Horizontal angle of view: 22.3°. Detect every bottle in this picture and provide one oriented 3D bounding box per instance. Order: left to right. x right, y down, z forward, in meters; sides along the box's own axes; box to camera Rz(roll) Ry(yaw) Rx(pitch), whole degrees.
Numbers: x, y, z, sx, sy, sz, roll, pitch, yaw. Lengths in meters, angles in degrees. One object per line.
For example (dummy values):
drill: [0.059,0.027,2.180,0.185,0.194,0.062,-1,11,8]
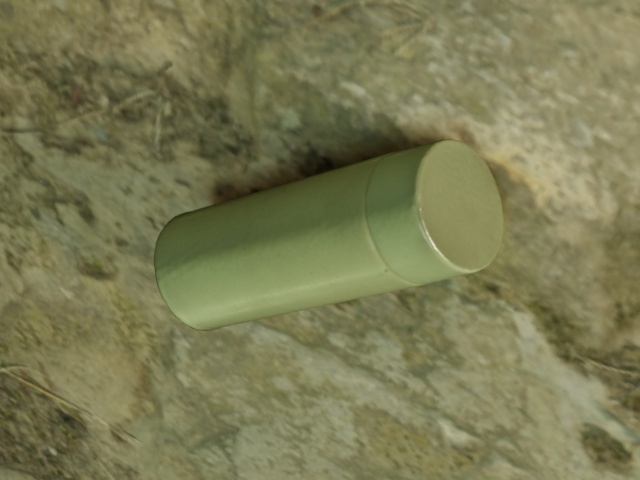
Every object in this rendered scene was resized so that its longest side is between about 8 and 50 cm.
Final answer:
bottle: [0.000,0.000,0.879,0.201,0.072,0.072,-14,115,43]
